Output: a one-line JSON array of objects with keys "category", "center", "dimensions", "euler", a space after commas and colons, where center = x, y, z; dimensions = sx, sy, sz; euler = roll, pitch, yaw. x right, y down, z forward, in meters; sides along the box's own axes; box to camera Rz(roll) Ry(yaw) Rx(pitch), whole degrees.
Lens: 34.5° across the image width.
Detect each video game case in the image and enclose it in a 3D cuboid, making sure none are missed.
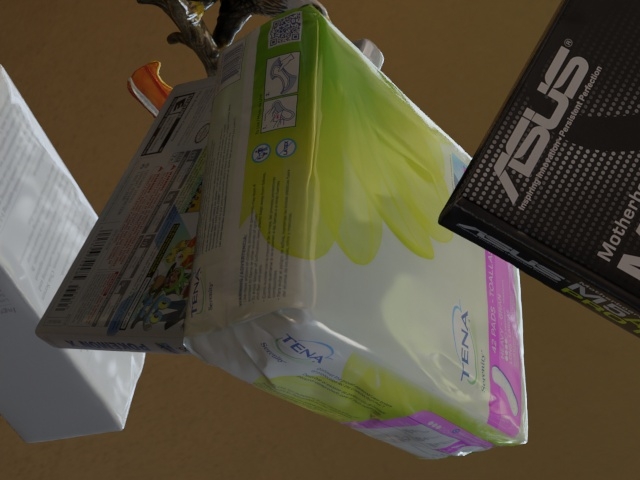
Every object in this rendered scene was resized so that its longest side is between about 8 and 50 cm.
[{"category": "video game case", "center": [-0.112, -0.040, 0.996], "dimensions": [0.036, 0.300, 0.329], "euler": [44, -121, -34]}]

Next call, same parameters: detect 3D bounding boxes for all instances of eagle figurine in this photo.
[{"category": "eagle figurine", "center": [-0.044, -0.313, 1.164], "dimensions": [0.298, 0.226, 0.225], "euler": [-46, -78, -12]}]

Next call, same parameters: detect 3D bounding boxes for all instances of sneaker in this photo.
[{"category": "sneaker", "center": [-0.178, -0.161, 1.358], "dimensions": [0.067, 0.064, 0.175], "euler": [-41, -73, -5]}]

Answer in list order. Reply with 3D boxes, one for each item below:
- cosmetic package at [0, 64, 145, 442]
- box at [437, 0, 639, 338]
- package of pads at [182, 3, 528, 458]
[{"category": "cosmetic package", "center": [-0.393, 0.031, 1.319], "dimensions": [0.230, 0.161, 0.453], "euler": [-83, -24, -47]}, {"category": "box", "center": [0.220, -0.074, 0.536], "dimensions": [0.216, 0.060, 0.270], "euler": [31, -99, 2]}, {"category": "package of pads", "center": [0.037, 0.016, 0.716], "dimensions": [0.296, 0.101, 0.229], "euler": [34, -130, -44]}]
